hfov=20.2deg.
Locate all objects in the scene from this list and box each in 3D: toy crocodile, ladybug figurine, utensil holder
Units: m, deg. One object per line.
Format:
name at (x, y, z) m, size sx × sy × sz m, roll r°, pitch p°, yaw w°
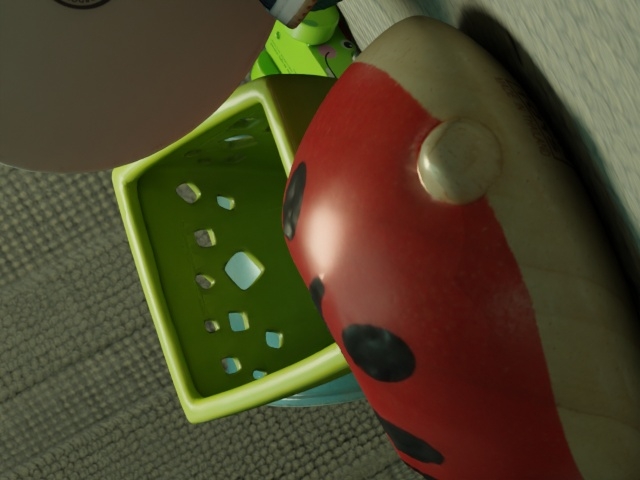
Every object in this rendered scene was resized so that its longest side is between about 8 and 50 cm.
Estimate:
toy crocodile at (-0.041, -0.251, 1.957) m, size 0.340 × 0.105 × 0.115 m, roll 55°, pitch 140°, yaw 34°
ladybug figurine at (0.084, 0.032, 1.122) m, size 0.305 × 0.162 × 0.449 m, roll 62°, pitch 179°, yaw 24°
utensil holder at (-0.240, -0.244, 1.320) m, size 0.385 × 0.327 × 0.327 m, roll 36°, pitch 158°, yaw 54°

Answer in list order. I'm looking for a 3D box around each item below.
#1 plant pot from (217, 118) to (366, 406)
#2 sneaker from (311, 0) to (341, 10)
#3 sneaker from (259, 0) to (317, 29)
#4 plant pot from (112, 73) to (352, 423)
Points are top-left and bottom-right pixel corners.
plant pot at (0.013, -0.008, 1.752) m, size 0.271 × 0.271 × 0.255 m, roll -120°, pitch 17°, yaw -73°
sneaker at (-0.022, -0.240, 1.417) m, size 0.121 × 0.108 × 0.302 m, roll 40°, pitch -173°, yaw -34°
sneaker at (-0.044, -0.219, 1.089) m, size 0.153 × 0.099 × 0.282 m, roll 32°, pitch 174°, yaw -3°
plant pot at (0.000, 0.000, 1.431) m, size 0.227 × 0.207 × 0.228 m, roll -25°, pitch 79°, yaw 47°
